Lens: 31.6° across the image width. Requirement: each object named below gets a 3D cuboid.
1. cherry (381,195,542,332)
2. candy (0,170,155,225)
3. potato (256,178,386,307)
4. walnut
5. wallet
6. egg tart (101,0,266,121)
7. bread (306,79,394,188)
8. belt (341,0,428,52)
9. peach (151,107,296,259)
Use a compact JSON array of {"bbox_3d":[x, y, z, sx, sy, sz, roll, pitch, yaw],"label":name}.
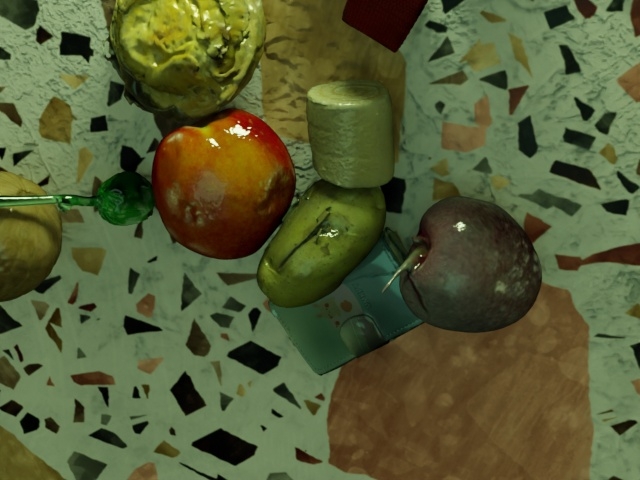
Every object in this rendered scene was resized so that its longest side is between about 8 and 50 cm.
[{"bbox_3d":[0.229,0.040,1.764,0.266,0.183,0.213,20,99,-25],"label":"cherry"},{"bbox_3d":[-0.430,-0.064,1.857,0.324,0.097,0.097,-3,117,-26],"label":"candy"},{"bbox_3d":[0.000,0.000,1.782,0.143,0.169,0.248,43,91,5],"label":"potato"},{"bbox_3d":[-0.553,-0.005,1.929,0.228,0.228,0.228,5,113,12],"label":"walnut"},{"bbox_3d":[0.055,0.107,1.897,0.250,0.075,0.176,-29,99,23],"label":"wallet"},{"bbox_3d":[-0.225,-0.322,1.739,0.291,0.107,0.290,1,94,18],"label":"egg tart"},{"bbox_3d":[0.047,-0.165,1.744,0.134,0.148,0.141,-2,111,6],"label":"bread"},{"bbox_3d":[0.101,-0.372,1.637,0.124,0.128,0.201,31,153,0],"label":"belt"},{"bbox_3d":[-0.149,-0.088,1.796,0.244,0.199,0.243,3,110,9],"label":"peach"}]
